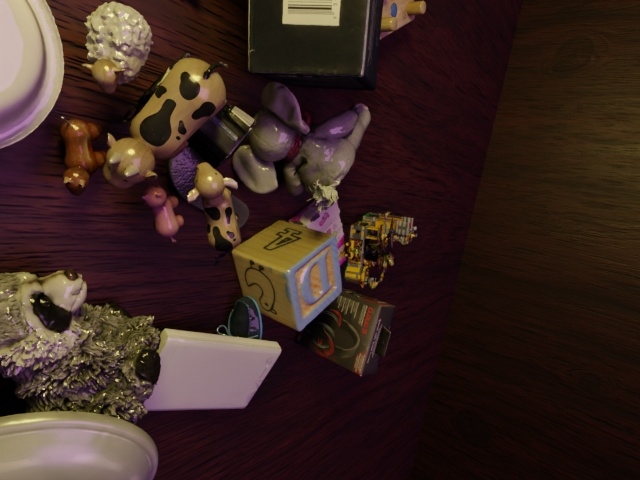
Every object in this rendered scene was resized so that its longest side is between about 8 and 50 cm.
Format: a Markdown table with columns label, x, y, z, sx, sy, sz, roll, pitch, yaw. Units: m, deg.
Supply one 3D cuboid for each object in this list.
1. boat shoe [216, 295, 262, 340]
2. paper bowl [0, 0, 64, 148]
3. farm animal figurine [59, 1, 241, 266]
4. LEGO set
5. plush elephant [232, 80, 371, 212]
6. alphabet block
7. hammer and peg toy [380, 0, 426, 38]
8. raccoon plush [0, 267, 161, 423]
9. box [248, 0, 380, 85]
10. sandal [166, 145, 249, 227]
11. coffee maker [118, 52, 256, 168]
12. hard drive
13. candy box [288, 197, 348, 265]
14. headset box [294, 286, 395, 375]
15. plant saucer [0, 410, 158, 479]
| label | x | y | z | sx | sy | sz | roll | pitch | yaw |
| --- | --- | --- | --- | --- | --- | --- | --- | --- | --- |
| boat shoe | -0.211 | 0.273 | 1.052 | 0.089 | 0.109 | 0.258 | -7 | 107 | -48 |
| paper bowl | -0.461 | -0.242 | 0.481 | 0.284 | 0.148 | 0.284 | -24 | 121 | -48 |
| farm animal figurine | -0.239 | -0.140 | 0.643 | 0.330 | 0.172 | 0.327 | 24 | 104 | -18 |
| LEGO set | 0.220 | 0.028 | 1.396 | 0.331 | 0.192 | 0.255 | -9 | 107 | -69 |
| plush elephant | -0.059 | -0.230 | 0.967 | 0.255 | 0.272 | 0.330 | 36 | 33 | -17 |
| alphabet block | -0.081 | 0.082 | 1.070 | 0.193 | 0.197 | 0.192 | -35 | 129 | -41 |
| hammer and peg toy | 0.230 | -0.764 | 1.210 | 0.361 | 0.127 | 0.266 | -43 | 135 | -35 |
| raccoon plush | -0.461 | 0.253 | 0.644 | 0.299 | 0.216 | 0.447 | 28 | 81 | -46 |
| box | 0.015 | -0.475 | 0.839 | 0.395 | 0.211 | 0.294 | -55 | 150 | -70 |
| sandal | -0.252 | -0.107 | 0.899 | 0.097 | 0.054 | 0.254 | -50 | 143 | -14 |
| coffee maker | -0.238 | -0.221 | 0.773 | 0.171 | 0.120 | 0.178 | -45 | 110 | 4 |
| hard drive | -0.261 | 0.310 | 0.958 | 0.307 | 0.040 | 0.203 | 21 | 106 | -43 |
| candy box | 0.000 | 0.000 | 1.251 | 0.159 | 0.071 | 0.233 | -43 | 135 | -37 |
| headset box | 0.086 | 0.269 | 1.284 | 0.110 | 0.293 | 0.218 | 14 | 93 | -54 |
| plant saucer | -0.457 | 0.424 | 0.627 | 0.400 | 0.100 | 0.401 | -15 | 131 | -18 |
